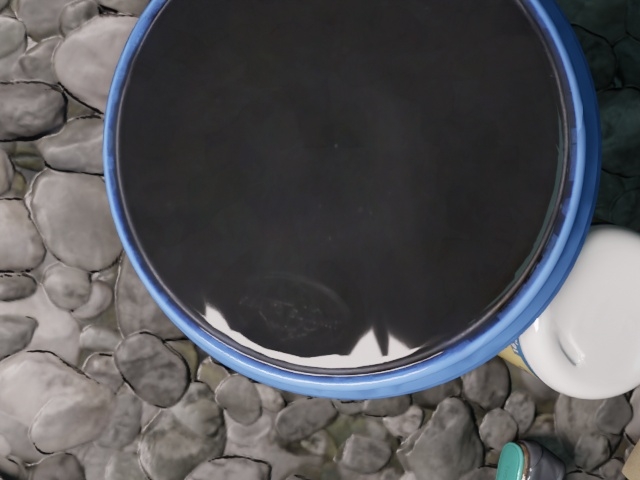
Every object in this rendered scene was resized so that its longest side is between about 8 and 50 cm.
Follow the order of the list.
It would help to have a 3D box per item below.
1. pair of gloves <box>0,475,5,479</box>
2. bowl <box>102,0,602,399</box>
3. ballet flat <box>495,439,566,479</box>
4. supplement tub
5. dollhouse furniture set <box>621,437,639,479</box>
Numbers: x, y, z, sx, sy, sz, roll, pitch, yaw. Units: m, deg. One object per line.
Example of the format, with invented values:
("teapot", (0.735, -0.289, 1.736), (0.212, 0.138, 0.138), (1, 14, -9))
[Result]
("pair of gloves", (-0.259, 0.309, 1.179), (0.240, 0.042, 0.204), (30, 93, -20))
("bowl", (0.016, -0.071, 1.077), (0.391, 0.077, 0.391), (0, 90, 11))
("ballet flat", (0.182, 0.287, 1.318), (0.074, 0.074, 0.203), (16, 93, -22))
("supplement tub", (0.196, 0.043, 1.201), (0.144, 0.200, 0.144), (-4, 102, -19))
("dollhouse furniture set", (0.462, 0.236, 1.305), (0.262, 0.259, 0.135), (17, 104, -23))
